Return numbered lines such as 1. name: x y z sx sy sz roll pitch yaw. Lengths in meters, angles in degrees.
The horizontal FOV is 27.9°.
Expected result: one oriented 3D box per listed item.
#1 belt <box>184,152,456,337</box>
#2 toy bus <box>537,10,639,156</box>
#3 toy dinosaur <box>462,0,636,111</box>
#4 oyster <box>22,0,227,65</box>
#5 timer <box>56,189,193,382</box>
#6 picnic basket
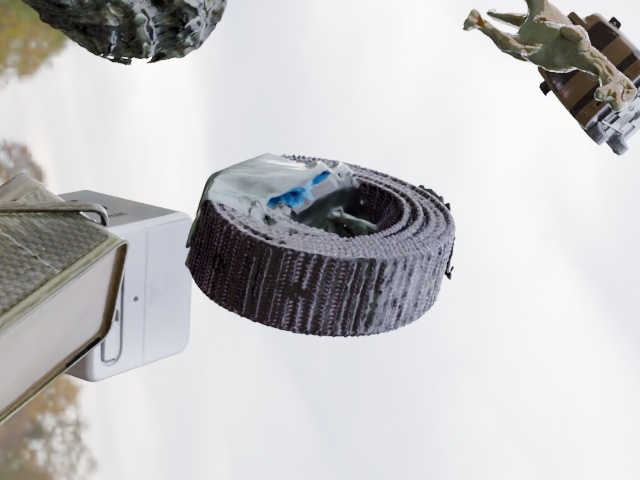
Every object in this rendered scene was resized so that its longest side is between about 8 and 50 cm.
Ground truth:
1. belt: 0.000 0.000 1.343 0.260 0.325 0.122 23 -66 22
2. toy bus: 0.411 -0.227 1.828 0.139 0.289 0.157 -44 -107 17
3. toy dinosaur: 0.194 -0.165 1.047 0.057 0.142 0.212 -61 176 22
4. oyster: -0.211 -0.271 1.297 0.087 0.199 0.252 28 -22 50
5. timer: -0.296 0.052 1.649 0.195 0.194 0.192 13 -73 34
6. picnic basket: -0.325 0.067 1.290 0.139 0.267 0.165 32 -48 15
